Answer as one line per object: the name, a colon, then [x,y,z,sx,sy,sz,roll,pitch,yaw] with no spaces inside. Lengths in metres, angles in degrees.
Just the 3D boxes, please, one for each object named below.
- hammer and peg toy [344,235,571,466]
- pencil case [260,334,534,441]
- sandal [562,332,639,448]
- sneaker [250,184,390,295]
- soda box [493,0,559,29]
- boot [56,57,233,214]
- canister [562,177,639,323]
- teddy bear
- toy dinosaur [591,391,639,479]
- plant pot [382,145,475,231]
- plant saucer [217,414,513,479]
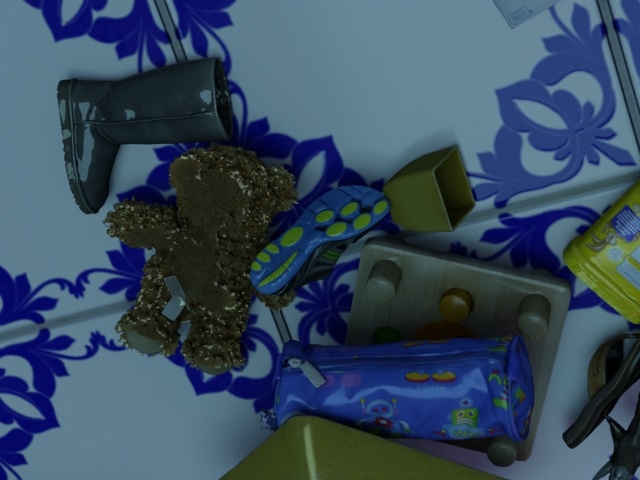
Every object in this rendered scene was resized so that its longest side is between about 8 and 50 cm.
hammer and peg toy: [0.155,0.182,1.886,0.266,0.127,0.361,12,117,7]
pencil case: [0.088,0.167,1.750,0.306,0.119,0.133,-1,149,13]
sandal: [0.352,0.162,1.871,0.060,0.090,0.219,42,123,18]
sneaker: [0.000,0.000,1.827,0.188,0.078,0.067,-38,69,6]
soda box: [0.285,-0.321,1.681,0.216,0.074,0.069,-29,103,21]
boot: [-0.208,-0.126,1.877,0.209,0.076,0.189,-4,113,6]
canister: [0.386,-0.003,1.790,0.126,0.073,0.170,40,113,-5]
teddy bear: [-0.143,0.023,1.903,0.245,0.113,0.338,6,119,12]
toy dinosaur: [0.457,0.194,1.833,0.314,0.121,0.160,-14,145,-23]
plant pot: [0.124,-0.057,1.824,0.083,0.081,0.081,-8,111,32]
plant saucer: [0.045,0.348,1.845,0.333,0.081,0.333,20,143,-19]
